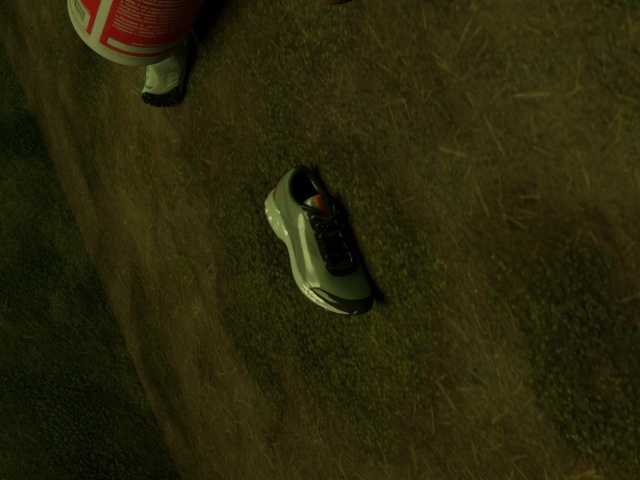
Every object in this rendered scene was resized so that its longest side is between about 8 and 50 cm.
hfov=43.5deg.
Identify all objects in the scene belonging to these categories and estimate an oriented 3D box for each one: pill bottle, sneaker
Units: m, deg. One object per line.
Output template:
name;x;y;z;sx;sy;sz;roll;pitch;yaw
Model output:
pill bottle;-0.282;-0.478;1.335;0.407;0.229;0.229;-33;76;62
sneaker;-0.319;-0.347;1.647;0.237;0.085;0.086;132;144;-62
sneaker;0.000;0.000;1.244;0.272;0.100;0.108;58;143;25

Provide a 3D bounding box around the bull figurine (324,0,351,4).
bull figurine;-0.010;-0.399;0.950;0.310;0.188;0.101;62;149;20
